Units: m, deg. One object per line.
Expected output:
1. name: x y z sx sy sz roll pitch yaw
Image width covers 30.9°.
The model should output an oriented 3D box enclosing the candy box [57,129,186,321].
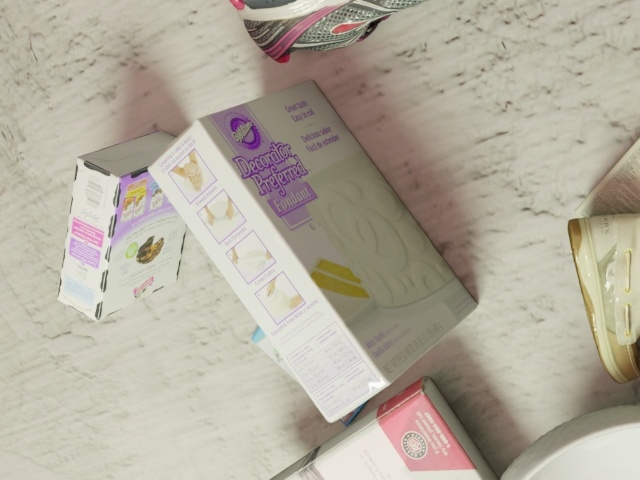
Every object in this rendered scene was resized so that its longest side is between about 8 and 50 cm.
1. candy box: -0.236 -0.020 1.434 0.070 0.165 0.196 24 116 22

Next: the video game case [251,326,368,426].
1. video game case: 0.002 0.136 1.439 0.166 0.015 0.119 42 122 12

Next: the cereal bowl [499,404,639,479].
1. cereal bowl: 0.323 0.324 1.207 0.338 0.141 0.339 0 100 1

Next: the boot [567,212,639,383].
1. boot: 0.349 0.050 1.167 0.165 0.077 0.213 -14 124 13

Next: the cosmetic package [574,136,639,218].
1. cosmetic package: 0.319 -0.055 1.176 0.060 0.041 0.115 45 122 10

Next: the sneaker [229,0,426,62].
1. sneaker: 0.050 -0.269 1.231 0.299 0.121 0.112 -4 133 30

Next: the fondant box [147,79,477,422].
1. fondant box: 0.000 0.000 1.260 0.096 0.238 0.330 -40 85 34

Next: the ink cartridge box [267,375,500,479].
1. ink cartridge box: 0.061 0.321 1.343 0.283 0.117 0.207 -34 88 9
